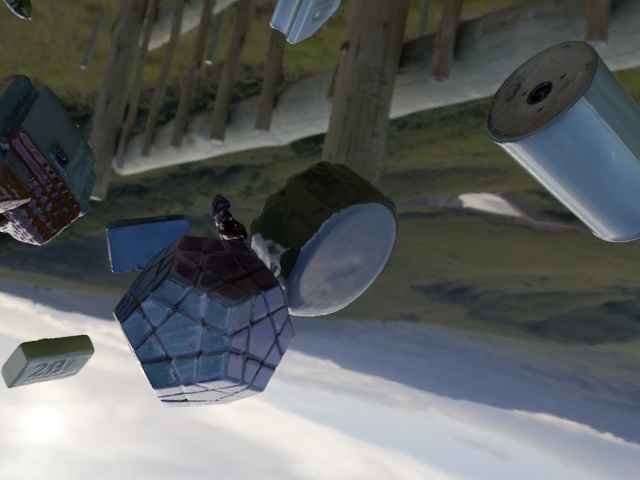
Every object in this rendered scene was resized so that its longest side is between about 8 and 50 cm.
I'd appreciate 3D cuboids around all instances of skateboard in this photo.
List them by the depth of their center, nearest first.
[{"bbox_3d":[-0.605,-0.262,1.573,0.083,0.032,0.064,57,178,-16],"label":"skateboard"}]

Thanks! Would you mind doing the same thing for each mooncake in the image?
[{"bbox_3d":[0.000,0.000,1.422,0.194,0.356,0.356,41,-167,35],"label":"mooncake"}]

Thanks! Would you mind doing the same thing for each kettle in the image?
[{"bbox_3d":[0.443,-0.154,1.079,0.318,0.205,0.265,34,146,-25],"label":"kettle"}]

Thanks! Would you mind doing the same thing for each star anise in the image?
[{"bbox_3d":[-0.220,-0.036,1.457,0.057,0.167,0.168,-25,-174,-18],"label":"star anise"}]

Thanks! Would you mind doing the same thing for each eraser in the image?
[{"bbox_3d":[-0.620,0.275,1.411,0.172,0.117,0.058,2,-134,-56],"label":"eraser"}]

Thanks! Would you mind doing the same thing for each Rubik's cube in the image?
[{"bbox_3d":[-0.206,0.147,1.099,0.264,0.319,0.319,41,163,-22],"label":"Rubik's cube"}]

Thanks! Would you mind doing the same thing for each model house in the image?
[{"bbox_3d":[-0.589,-0.106,1.151,0.252,0.329,0.294,-21,130,2],"label":"model house"}]

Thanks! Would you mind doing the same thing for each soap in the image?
[{"bbox_3d":[-0.004,-0.642,1.522,0.095,0.173,0.289,45,143,8],"label":"soap"}]

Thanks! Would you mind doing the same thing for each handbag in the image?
[{"bbox_3d":[-0.470,0.009,1.697,0.221,0.144,0.057,-8,-159,-24],"label":"handbag"}]

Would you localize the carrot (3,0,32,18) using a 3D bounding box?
[{"bbox_3d":[-0.681,-0.596,1.221,0.074,0.358,0.074,-31,-175,3],"label":"carrot"}]
